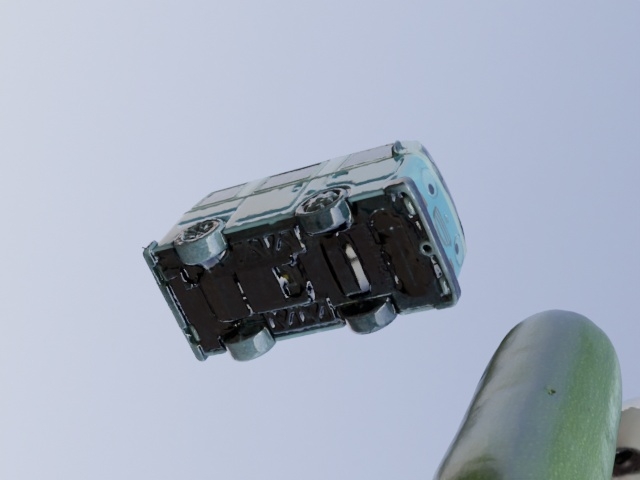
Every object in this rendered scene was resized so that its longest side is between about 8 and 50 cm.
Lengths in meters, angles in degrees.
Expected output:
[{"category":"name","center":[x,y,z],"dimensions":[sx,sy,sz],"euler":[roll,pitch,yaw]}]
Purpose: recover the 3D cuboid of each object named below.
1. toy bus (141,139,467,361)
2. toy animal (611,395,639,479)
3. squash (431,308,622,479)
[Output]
[{"category":"toy bus","center":[0.000,0.000,1.327],"dimensions":[0.271,0.133,0.165],"euler":[-13,-156,27]},{"category":"toy animal","center":[0.266,0.211,1.270],"dimensions":[0.138,0.166,0.179],"euler":[62,-26,5]},{"category":"squash","center":[0.114,0.140,0.833],"dimensions":[0.101,0.101,0.379],"euler":[-56,-179,26]}]
